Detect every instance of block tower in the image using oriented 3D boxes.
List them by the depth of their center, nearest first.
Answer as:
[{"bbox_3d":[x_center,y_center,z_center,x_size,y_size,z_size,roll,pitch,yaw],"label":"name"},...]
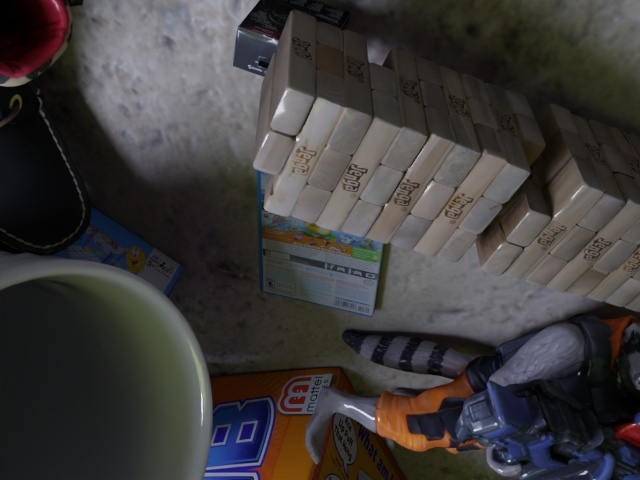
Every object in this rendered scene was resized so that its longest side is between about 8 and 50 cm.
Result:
[{"bbox_3d":[0.122,-0.039,0.468,0.335,0.097,0.091,16,133,-15],"label":"block tower"}]

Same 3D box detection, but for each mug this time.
[{"bbox_3d":[-0.274,0.160,0.628,0.328,0.276,0.374,2,163,39],"label":"mug"}]

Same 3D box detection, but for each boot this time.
[{"bbox_3d":[-0.250,-0.124,0.482,0.284,0.138,0.377,12,134,50],"label":"boot"}]

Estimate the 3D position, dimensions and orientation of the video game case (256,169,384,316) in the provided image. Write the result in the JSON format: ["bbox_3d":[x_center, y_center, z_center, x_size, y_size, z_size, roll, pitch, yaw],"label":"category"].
[{"bbox_3d":[0.000,0.000,0.656,0.119,0.015,0.166,13,134,10],"label":"video game case"}]

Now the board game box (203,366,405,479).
[{"bbox_3d":[-0.106,0.410,0.830,0.356,0.356,0.356,-9,127,26],"label":"board game box"}]

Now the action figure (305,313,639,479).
[{"bbox_3d":[0.152,0.123,0.609,0.330,0.178,0.341,-15,149,25],"label":"action figure"}]

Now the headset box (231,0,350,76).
[{"bbox_3d":[-0.020,-0.138,0.488,0.062,0.083,0.032,19,134,2],"label":"headset box"}]

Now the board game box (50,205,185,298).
[{"bbox_3d":[-0.353,0.048,0.779,0.308,0.086,0.302,35,133,-13],"label":"board game box"}]
